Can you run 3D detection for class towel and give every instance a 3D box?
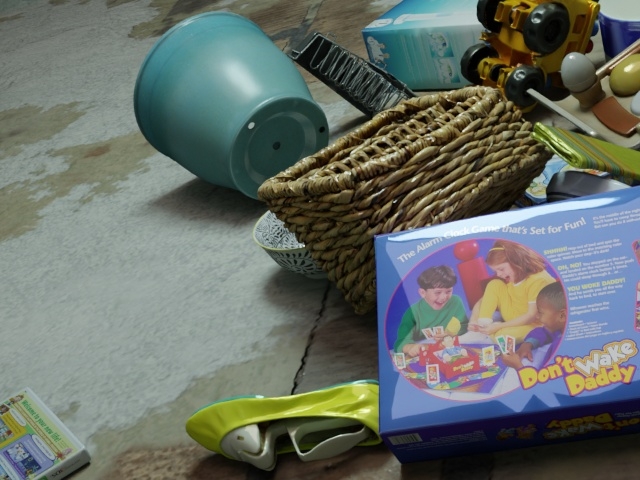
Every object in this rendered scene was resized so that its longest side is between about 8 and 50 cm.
[{"bbox_3d":[0.369,-0.090,1.346,0.237,0.021,0.102,11,26,-31],"label":"towel"}]

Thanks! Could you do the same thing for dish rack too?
[{"bbox_3d":[0.089,-0.244,1.810,0.074,0.208,0.271,-56,40,5],"label":"dish rack"}]

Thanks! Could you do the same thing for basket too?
[{"bbox_3d":[0.106,-0.094,1.366,0.299,0.223,0.213,-31,-16,-30],"label":"basket"}]

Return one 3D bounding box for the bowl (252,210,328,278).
[{"bbox_3d":[0.000,0.000,1.510,0.170,0.080,0.170,-16,26,8],"label":"bowl"}]

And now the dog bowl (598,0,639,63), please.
[{"bbox_3d":[0.584,-0.358,1.786,0.265,0.104,0.265,-15,26,8],"label":"dog bowl"}]

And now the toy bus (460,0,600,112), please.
[{"bbox_3d":[0.355,-0.307,1.787,0.211,0.220,0.149,0,25,-37],"label":"toy bus"}]

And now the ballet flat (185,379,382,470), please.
[{"bbox_3d":[-0.036,0.200,1.165,0.231,0.077,0.077,-11,44,11],"label":"ballet flat"}]

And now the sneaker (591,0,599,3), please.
[{"bbox_3d":[0.572,-0.495,2.090,0.262,0.099,0.121,-19,18,-18],"label":"sneaker"}]

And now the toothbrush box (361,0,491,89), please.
[{"bbox_3d":[0.260,-0.372,2.003,0.295,0.126,0.216,3,33,39],"label":"toothbrush box"}]

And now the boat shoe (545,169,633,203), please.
[{"bbox_3d":[0.347,-0.013,1.285,0.094,0.109,0.302,-66,24,2],"label":"boat shoe"}]

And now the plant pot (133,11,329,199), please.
[{"bbox_3d":[-0.127,-0.198,1.799,0.272,0.271,0.255,-28,42,-18],"label":"plant pot"}]

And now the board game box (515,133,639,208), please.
[{"bbox_3d":[0.356,-0.095,1.508,0.201,0.035,0.136,-23,26,-8],"label":"board game box"}]

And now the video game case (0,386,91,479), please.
[{"bbox_3d":[-0.397,0.266,1.326,0.193,0.023,0.212,-31,28,-22],"label":"video game case"}]

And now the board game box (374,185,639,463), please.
[{"bbox_3d":[0.231,0.078,1.102,0.347,0.078,0.233,-11,54,16],"label":"board game box"}]

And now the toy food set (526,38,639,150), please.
[{"bbox_3d":[0.457,-0.260,1.543,0.306,0.092,0.220,-37,27,3],"label":"toy food set"}]
